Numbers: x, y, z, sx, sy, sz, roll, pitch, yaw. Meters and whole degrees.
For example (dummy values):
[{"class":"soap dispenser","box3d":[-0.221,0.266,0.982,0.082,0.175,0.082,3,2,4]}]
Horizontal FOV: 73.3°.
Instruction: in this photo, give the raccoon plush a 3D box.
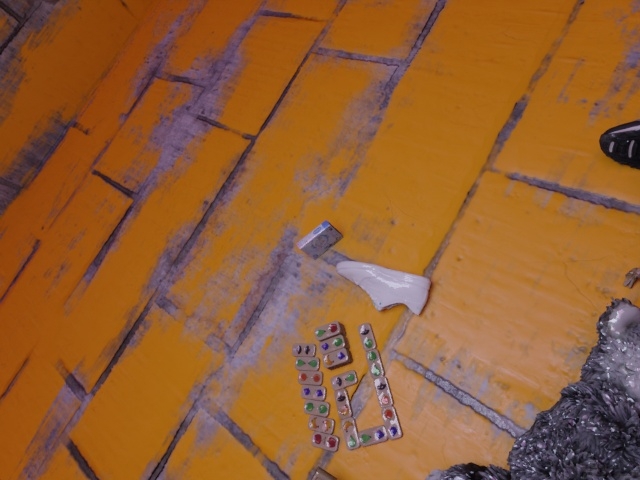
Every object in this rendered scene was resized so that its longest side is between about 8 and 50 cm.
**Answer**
[{"class":"raccoon plush","box3d":[0.355,0.262,0.660,0.447,0.216,0.299,-11,48,29]}]

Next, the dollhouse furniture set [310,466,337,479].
[{"class":"dollhouse furniture set","box3d":[0.019,0.532,0.785,0.161,0.101,0.181,30,83,9]}]

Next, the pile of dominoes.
[{"class":"pile of dominoes","box3d":[0.038,0.298,0.888,0.196,0.040,0.251,-24,59,16]}]

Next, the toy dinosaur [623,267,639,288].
[{"class":"toy dinosaur","box3d":[0.601,0.025,0.714,0.183,0.053,0.092,-42,55,5]}]

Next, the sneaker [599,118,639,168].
[{"class":"sneaker","box3d":[0.655,-0.204,0.771,0.272,0.100,0.107,-8,51,20]}]

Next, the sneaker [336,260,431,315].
[{"class":"sneaker","box3d":[0.121,0.101,0.916,0.212,0.080,0.094,12,86,29]}]

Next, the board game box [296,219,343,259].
[{"class":"board game box","box3d":[0.000,0.000,1.007,0.090,0.090,0.020,-39,61,7]}]
